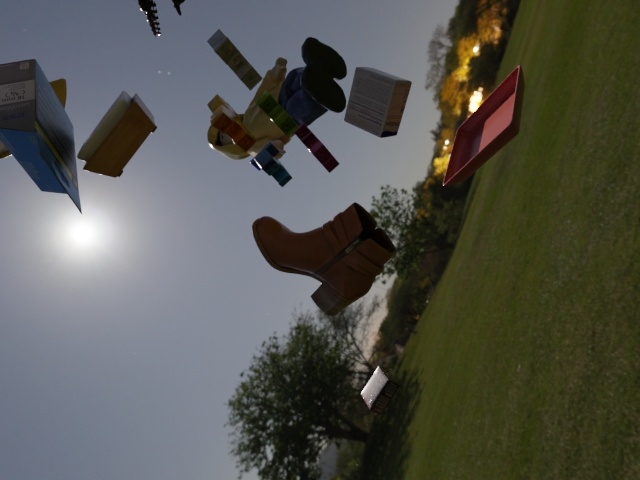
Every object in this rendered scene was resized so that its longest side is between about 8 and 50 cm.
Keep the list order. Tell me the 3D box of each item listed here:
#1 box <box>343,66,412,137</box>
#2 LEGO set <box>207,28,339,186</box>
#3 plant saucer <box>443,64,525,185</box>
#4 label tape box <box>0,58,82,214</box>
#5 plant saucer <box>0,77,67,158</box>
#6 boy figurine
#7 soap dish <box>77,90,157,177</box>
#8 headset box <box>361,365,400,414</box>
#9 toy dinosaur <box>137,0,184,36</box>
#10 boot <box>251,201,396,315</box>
[{"bbox_3d":[0.139,-0.342,1.059,0.072,0.126,0.137,-19,-47,-43],"label":"box"},{"bbox_3d":[-0.082,-0.151,0.531,0.087,0.093,0.227,-42,-39,7],"label":"LEGO set"},{"bbox_3d":[0.437,-0.288,1.125,0.258,0.047,0.259,-50,13,54],"label":"plant saucer"},{"bbox_3d":[-0.719,-0.252,1.091,0.241,0.105,0.334,97,155,-58],"label":"label tape box"},{"bbox_3d":[-1.031,-0.389,1.463,0.332,0.081,0.333,-25,15,45],"label":"plant saucer"},{"bbox_3d":[-0.081,-0.209,0.690,0.092,0.285,0.177,18,-111,-40],"label":"boy figurine"},{"bbox_3d":[-0.586,-0.313,1.251,0.229,0.118,0.291,-51,31,4],"label":"soap dish"},{"bbox_3d":[0.122,0.316,0.895,0.083,0.032,0.062,-60,16,3],"label":"headset box"},{"bbox_3d":[-0.453,-0.704,1.123,0.164,0.218,0.322,-39,-23,-6],"label":"toy dinosaur"},{"bbox_3d":[0.000,0.000,0.875,0.109,0.283,0.220,-25,-22,-51],"label":"boot"}]
